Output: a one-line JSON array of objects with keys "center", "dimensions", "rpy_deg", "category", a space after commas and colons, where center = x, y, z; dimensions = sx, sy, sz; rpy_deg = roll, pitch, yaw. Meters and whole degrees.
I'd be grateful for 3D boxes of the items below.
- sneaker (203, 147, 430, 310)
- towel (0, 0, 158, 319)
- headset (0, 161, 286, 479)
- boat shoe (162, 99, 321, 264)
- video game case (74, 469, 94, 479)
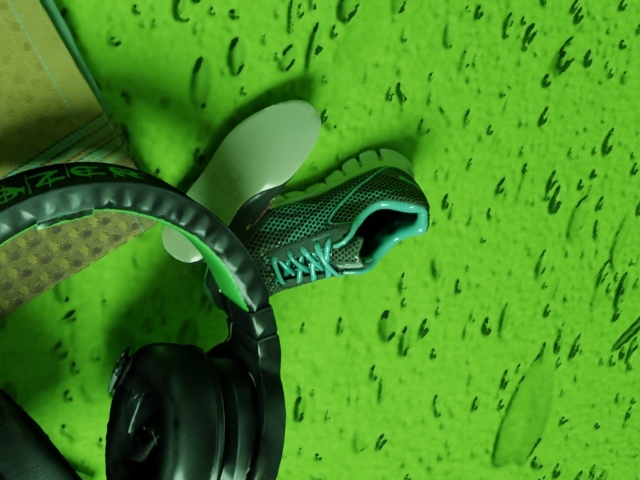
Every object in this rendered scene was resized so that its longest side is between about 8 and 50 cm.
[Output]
[{"center": [0.000, 0.000, 1.185], "dimensions": [0.166, 0.076, 0.065], "rpy_deg": [-32, 125, -6], "category": "sneaker"}, {"center": [-0.276, -0.083, 1.029], "dimensions": [0.271, 0.040, 0.370], "rpy_deg": [-31, 128, -6], "category": "towel"}, {"center": [-0.149, 0.137, 1.137], "dimensions": [0.243, 0.185, 0.394], "rpy_deg": [-15, 111, -21], "category": "headset"}, {"center": [-0.051, -0.039, 1.161], "dimensions": [0.049, 0.042, 0.133], "rpy_deg": [42, 92, 6], "category": "boat shoe"}, {"center": [-0.286, 0.219, 1.181], "dimensions": [0.227, 0.026, 0.206], "rpy_deg": [-52, 135, 8], "category": "video game case"}]
